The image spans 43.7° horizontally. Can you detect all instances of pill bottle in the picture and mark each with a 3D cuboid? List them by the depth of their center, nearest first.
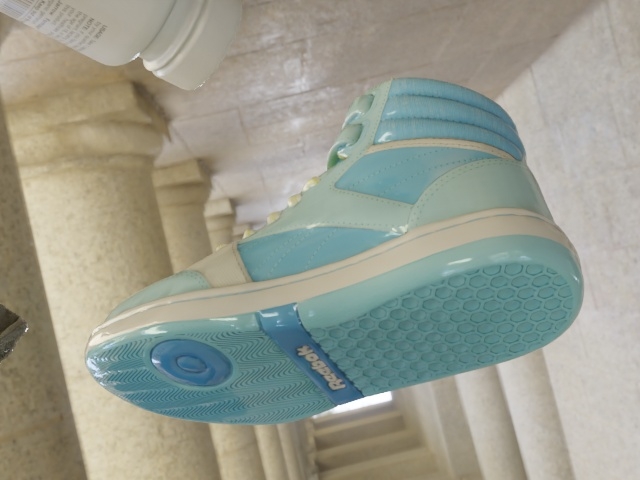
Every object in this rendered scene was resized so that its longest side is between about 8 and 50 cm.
[{"bbox_3d":[-0.188,-0.224,0.676,0.229,0.131,0.131,25,153,-34],"label":"pill bottle"}]

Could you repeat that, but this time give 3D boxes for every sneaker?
[{"bbox_3d":[0.000,0.000,0.544,0.319,0.208,0.127,-13,135,16],"label":"sneaker"}]

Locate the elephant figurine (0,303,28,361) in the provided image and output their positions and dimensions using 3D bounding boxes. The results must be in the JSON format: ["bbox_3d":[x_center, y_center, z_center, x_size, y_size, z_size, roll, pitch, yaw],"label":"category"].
[{"bbox_3d":[-0.444,0.145,0.974,0.239,0.169,0.186,32,-129,31],"label":"elephant figurine"}]
